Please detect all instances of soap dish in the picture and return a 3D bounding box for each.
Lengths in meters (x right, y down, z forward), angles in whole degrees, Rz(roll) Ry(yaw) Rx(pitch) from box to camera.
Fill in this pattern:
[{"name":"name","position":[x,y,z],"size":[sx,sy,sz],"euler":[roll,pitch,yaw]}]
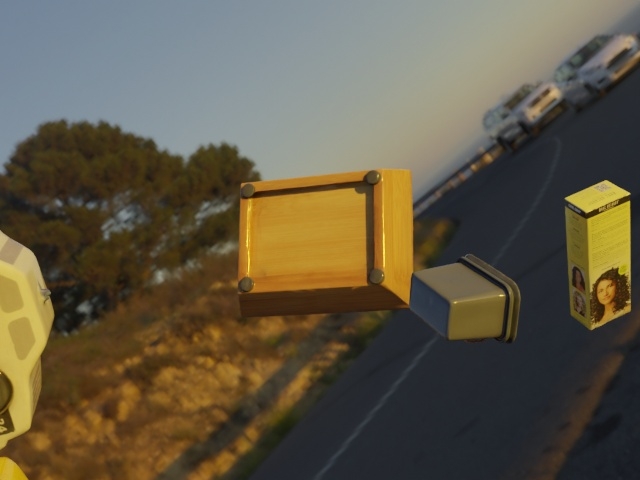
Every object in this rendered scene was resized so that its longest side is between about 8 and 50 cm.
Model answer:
[{"name":"soap dish","position":[0.000,0.000,1.499],"size":[0.290,0.229,0.118],"euler":[-5,-17,17]}]

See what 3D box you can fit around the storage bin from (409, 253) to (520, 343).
[{"name":"storage bin","position":[0.175,0.083,1.195],"size":[0.091,0.098,0.135],"euler":[-6,21,-21]}]

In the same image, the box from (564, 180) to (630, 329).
[{"name":"box","position":[0.444,0.026,1.500],"size":[0.087,0.232,0.058],"euler":[-23,33,-15]}]

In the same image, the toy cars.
[{"name":"toy cars","position":[-0.198,0.136,0.640],"size":[0.087,0.394,0.176],"euler":[-15,-25,-6]}]
